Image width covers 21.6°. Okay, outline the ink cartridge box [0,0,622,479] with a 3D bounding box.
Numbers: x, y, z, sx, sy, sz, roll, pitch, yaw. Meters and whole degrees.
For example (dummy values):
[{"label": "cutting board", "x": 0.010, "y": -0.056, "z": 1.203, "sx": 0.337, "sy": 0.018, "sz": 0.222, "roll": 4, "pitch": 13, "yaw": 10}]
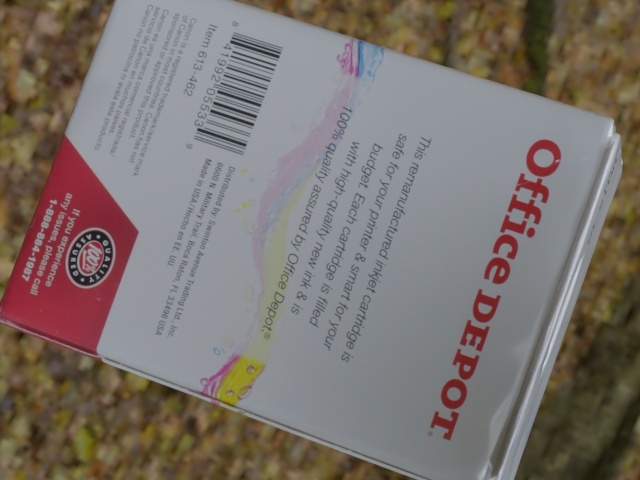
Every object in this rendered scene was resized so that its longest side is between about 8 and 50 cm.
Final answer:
[{"label": "ink cartridge box", "x": 0.000, "y": 0.000, "z": 0.566, "sx": 0.072, "sy": 0.175, "sz": 0.127, "roll": 36, "pitch": 74, "yaw": -75}]
